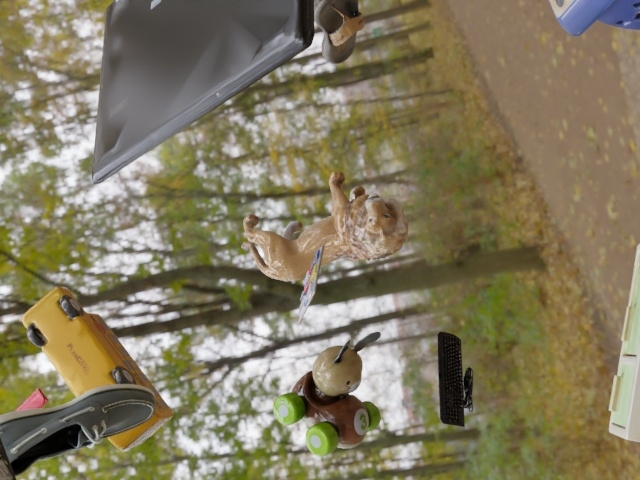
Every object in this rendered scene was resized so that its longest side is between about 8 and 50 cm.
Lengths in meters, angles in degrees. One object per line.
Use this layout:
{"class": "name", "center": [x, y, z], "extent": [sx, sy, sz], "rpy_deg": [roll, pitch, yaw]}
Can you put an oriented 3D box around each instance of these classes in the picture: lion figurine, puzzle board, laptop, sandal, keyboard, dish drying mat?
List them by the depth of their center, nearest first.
{"class": "laptop", "center": [-0.067, -0.280, 1.102], "extent": [0.236, 0.382, 0.407], "rpy_deg": [20, -122, -39]}
{"class": "sandal", "center": [0.037, -0.354, 1.511], "extent": [0.060, 0.090, 0.219], "rpy_deg": [51, 168, 18]}
{"class": "puzzle board", "center": [-0.019, 0.078, 1.599], "extent": [0.128, 0.011, 0.096], "rpy_deg": [114, 169, -57]}
{"class": "dish drying mat", "center": [-0.554, 0.319, 1.714], "extent": [0.032, 0.083, 0.008], "rpy_deg": [50, -162, 10]}
{"class": "keyboard", "center": [0.285, 0.286, 1.855], "extent": [0.100, 0.038, 0.192], "rpy_deg": [18, -116, -40]}
{"class": "lion figurine", "center": [0.000, 0.000, 1.876], "extent": [0.142, 0.392, 0.240], "rpy_deg": [39, -152, -41]}

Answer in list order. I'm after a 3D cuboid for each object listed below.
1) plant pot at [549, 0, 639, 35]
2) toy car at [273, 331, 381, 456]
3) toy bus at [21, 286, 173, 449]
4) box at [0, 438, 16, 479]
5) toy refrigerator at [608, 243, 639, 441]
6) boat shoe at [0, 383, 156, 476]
{"class": "plant pot", "center": [0.385, -0.398, 1.105], "extent": [0.236, 0.212, 0.236], "rpy_deg": [128, 126, -68]}
{"class": "toy car", "center": [0.039, 0.232, 1.476], "extent": [0.155, 0.149, 0.188], "rpy_deg": [-12, -46, -52]}
{"class": "toy bus", "center": [-0.440, 0.248, 1.775], "extent": [0.332, 0.108, 0.130], "rpy_deg": [50, -175, 11]}
{"class": "box", "center": [-0.463, 0.296, 1.186], "extent": [0.137, 0.094, 0.027], "rpy_deg": [44, 130, 47]}
{"class": "toy refrigerator", "center": [0.458, 0.137, 1.212], "extent": [0.102, 0.094, 0.269], "rpy_deg": [49, -129, -82]}
{"class": "boat shoe", "center": [-0.427, 0.339, 1.577], "extent": [0.099, 0.320, 0.116], "rpy_deg": [45, 131, 41]}
